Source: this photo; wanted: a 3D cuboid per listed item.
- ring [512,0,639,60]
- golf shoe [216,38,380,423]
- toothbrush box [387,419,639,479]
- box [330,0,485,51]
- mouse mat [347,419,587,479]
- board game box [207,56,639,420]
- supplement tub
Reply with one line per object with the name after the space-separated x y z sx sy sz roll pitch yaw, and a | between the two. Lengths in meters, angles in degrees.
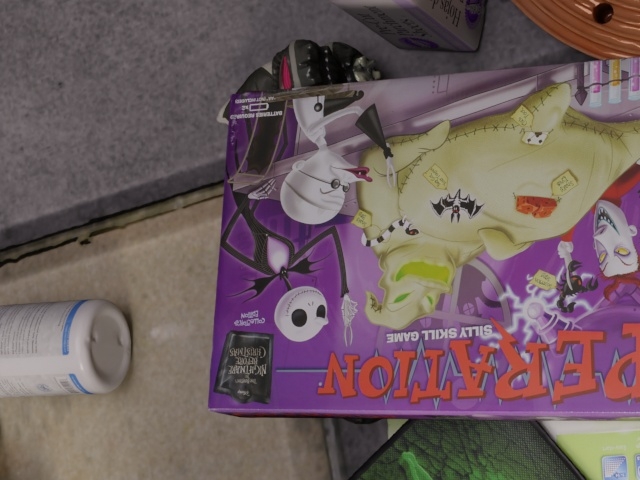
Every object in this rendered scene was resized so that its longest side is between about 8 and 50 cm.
0.251 -0.271 1.122 0.337 0.032 0.336 -4 82 27 | ring
0.000 0.000 1.183 0.120 0.105 0.272 -23 66 38 | golf shoe
0.156 0.121 1.061 0.206 0.122 0.283 -7 81 26 | toothbrush box
0.016 -0.190 1.061 0.067 0.324 0.063 8 83 27 | box
0.098 0.184 1.011 0.152 0.007 0.189 -47 65 15 | mouse mat
0.097 0.002 1.015 0.347 0.056 0.208 -3 81 27 | board game box
-0.201 0.080 1.274 0.107 0.071 0.071 -3 81 26 | supplement tub
